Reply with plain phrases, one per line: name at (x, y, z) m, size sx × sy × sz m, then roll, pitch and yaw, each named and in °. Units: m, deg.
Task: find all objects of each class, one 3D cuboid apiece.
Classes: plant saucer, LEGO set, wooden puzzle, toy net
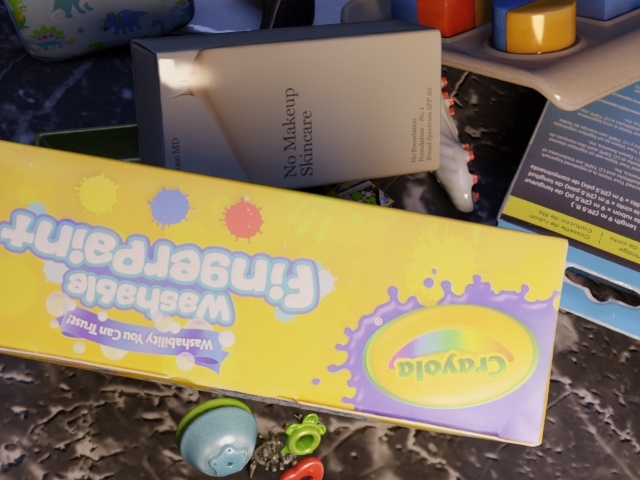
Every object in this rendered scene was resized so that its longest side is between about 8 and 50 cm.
plant saucer at (-0.209, -0.041, 1.265) m, size 0.188 × 0.045 × 0.188 m, roll -7°, pitch 57°, yaw -10°
LEGO set at (-0.038, 0.200, 1.133) m, size 0.054 × 0.023 × 0.083 m, roll 26°, pitch 58°, yaw 11°
wooden puzzle at (0.247, -0.275, 1.348) m, size 0.322 × 0.080 × 0.348 m, roll -25°, pitch 38°, yaw -33°
toy net at (-0.067, 0.233, 1.001) m, size 0.122 × 0.232 × 0.045 m, roll -6°, pitch 36°, yaw -23°

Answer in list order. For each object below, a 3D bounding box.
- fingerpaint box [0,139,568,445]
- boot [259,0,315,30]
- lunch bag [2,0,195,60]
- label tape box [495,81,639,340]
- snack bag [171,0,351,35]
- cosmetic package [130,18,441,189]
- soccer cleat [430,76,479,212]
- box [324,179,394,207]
fingerpaint box at (-0.052, 0.055, 0.999) m, size 0.445 × 0.371 × 0.163 m, roll 10°, pitch 83°, yaw 1°
boot at (-0.063, -0.306, 1.419) m, size 0.106 × 0.082 × 0.219 m, roll 2°, pitch 59°, yaw 26°
lunch bag at (-0.262, -0.310, 1.350) m, size 0.219 × 0.176 × 0.090 m, roll -14°, pitch 56°, yaw -2°
label tape box at (0.332, -0.026, 1.272) m, size 0.249 × 0.115 × 0.347 m, roll 21°, pitch 59°, yaw 10°
snack bag at (-0.022, -0.374, 1.514) m, size 0.343 × 0.037 × 0.323 m, roll 7°, pitch 56°, yaw -1°
cosmetic package at (-0.033, -0.142, 1.224) m, size 0.309 × 0.160 × 0.113 m, roll -10°, pitch 20°, yaw -21°
soccer cleat at (0.131, -0.108, 1.338) m, size 0.076 × 0.068 × 0.196 m, roll -15°, pitch 57°, yaw 2°
box at (0.000, 0.000, 1.253) m, size 0.059 × 0.054 × 0.169 m, roll 41°, pitch 61°, yaw 20°
